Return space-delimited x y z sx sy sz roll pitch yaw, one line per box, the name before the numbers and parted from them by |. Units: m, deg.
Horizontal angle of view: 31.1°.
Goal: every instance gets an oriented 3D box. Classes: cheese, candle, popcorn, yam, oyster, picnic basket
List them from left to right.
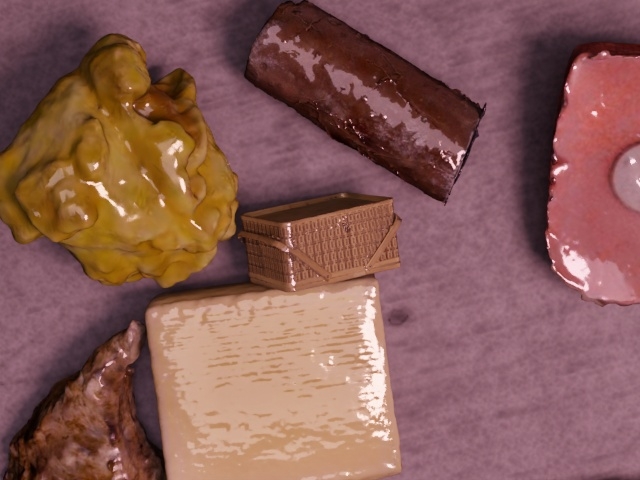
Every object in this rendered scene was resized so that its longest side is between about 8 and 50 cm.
oyster | -0.279 0.292 1.341 0.204 0.111 0.396 -5 98 2
popcorn | -0.211 -0.071 1.270 0.241 0.235 0.250 -39 131 9
cheese | -0.052 0.166 1.326 0.265 0.124 0.243 -7 90 0
picnic basket | 0.000 0.000 1.295 0.164 0.115 0.080 -13 103 -28
yam | 0.057 -0.164 1.310 0.279 0.131 0.131 32 92 0
candle | 0.367 -0.099 1.287 0.317 0.131 0.287 -40 100 22
